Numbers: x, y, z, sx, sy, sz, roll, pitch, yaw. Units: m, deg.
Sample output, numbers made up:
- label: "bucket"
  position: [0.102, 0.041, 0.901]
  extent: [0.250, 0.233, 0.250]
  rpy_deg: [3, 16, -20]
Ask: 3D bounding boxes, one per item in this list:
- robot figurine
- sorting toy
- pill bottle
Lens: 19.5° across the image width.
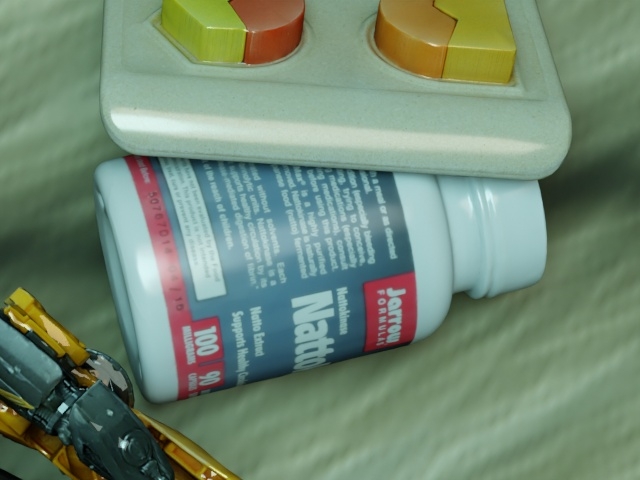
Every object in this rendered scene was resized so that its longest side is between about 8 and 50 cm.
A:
- label: "robot figurine"
  position: [-0.056, 0.125, 0.728]
  extent: [0.291, 0.211, 0.085]
  rpy_deg: [41, 80, -6]
- label: "sorting toy"
  position: [0.003, -0.110, 0.811]
  extent: [0.193, 0.038, 0.208]
  rpy_deg: [4, 42, -7]
- label: "pill bottle"
  position: [0.000, 0.000, 0.804]
  extent: [0.180, 0.108, 0.108]
  rpy_deg: [-13, 81, -10]
